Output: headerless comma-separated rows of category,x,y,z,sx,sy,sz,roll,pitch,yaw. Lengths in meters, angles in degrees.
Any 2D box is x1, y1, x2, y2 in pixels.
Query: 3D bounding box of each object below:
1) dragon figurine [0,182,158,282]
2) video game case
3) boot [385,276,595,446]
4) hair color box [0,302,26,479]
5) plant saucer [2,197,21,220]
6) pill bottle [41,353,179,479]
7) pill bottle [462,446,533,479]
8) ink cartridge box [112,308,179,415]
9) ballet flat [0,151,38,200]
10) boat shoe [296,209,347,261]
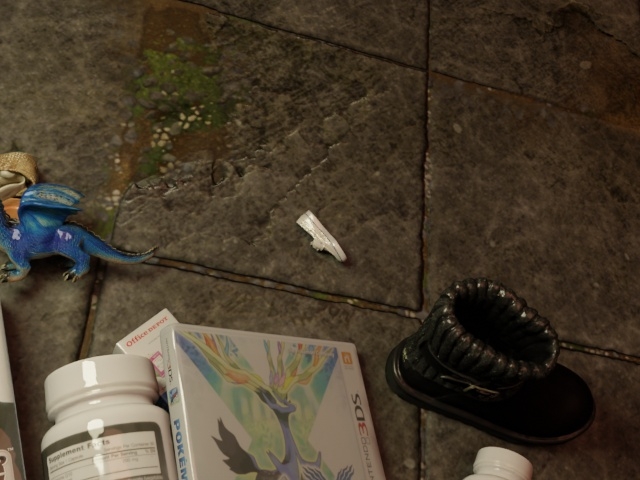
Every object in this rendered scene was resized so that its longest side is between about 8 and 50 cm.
dragon figurine,-0.360,-0.024,1.182,0.289,0.144,0.085,0,18,-13
video game case,-0.045,0.263,1.134,0.329,0.036,0.300,12,56,-42
boot,0.282,0.180,1.240,0.348,0.260,0.131,13,59,-12
hair color box,-0.455,0.227,1.038,0.185,0.113,0.374,-7,65,-23
plant saucer,-0.434,-0.024,1.241,0.083,0.013,0.083,9,60,-15
pill bottle,-0.244,0.292,1.050,0.161,0.161,0.283,-5,64,-22
pill bottle,0.232,0.381,1.204,0.108,0.108,0.180,28,57,-4
ink cartridge box,-0.209,0.167,1.195,0.122,0.052,0.088,47,58,10
ballet flat,-0.488,-0.075,1.211,0.206,0.073,0.067,-18,53,-26
boat shoe,0.000,0.000,1.377,0.035,0.035,0.100,-40,84,-4
